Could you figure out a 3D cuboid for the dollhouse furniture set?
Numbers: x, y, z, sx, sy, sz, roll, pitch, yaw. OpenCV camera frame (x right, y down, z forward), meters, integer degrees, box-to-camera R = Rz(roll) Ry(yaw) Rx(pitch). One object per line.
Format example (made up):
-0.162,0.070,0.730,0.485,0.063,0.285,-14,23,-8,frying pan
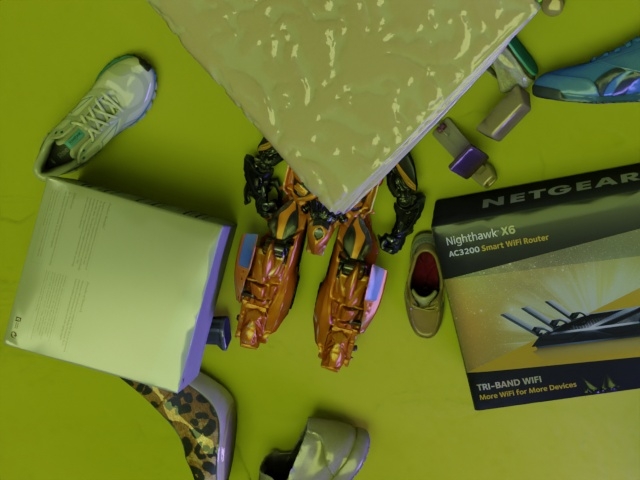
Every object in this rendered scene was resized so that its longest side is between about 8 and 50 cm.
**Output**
0.180,-0.131,1.422,0.114,0.091,0.081,-47,56,16,dollhouse furniture set

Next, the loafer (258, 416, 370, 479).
-0.047,0.318,1.633,0.092,0.102,0.268,37,106,-7,loafer

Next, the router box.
0.300,0.051,1.454,0.308,0.081,0.243,-11,112,14,router box

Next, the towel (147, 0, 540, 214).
0.014,-0.246,1.332,0.317,0.053,0.332,-44,81,24,towel

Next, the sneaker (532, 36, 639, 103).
0.327,-0.183,1.355,0.209,0.069,0.082,-1,99,11,sneaker

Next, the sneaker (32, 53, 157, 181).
-0.257,-0.130,1.465,0.071,0.083,0.190,42,113,-9,sneaker

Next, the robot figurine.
0.000,0.000,1.479,0.211,0.085,0.291,14,116,2,robot figurine

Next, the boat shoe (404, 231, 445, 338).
0.120,0.059,1.508,0.050,0.045,0.135,0,115,10,boat shoe

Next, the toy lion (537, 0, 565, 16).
0.248,-0.296,1.332,0.100,0.034,0.096,-37,97,23,toy lion

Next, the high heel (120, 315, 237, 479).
-0.201,0.210,1.606,0.186,0.093,0.261,1,104,8,high heel

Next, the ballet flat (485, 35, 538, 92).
0.168,-0.226,1.364,0.052,0.057,0.168,-25,108,30,ballet flat

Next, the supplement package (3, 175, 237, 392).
-0.221,0.046,1.471,0.203,0.149,0.194,16,92,3,supplement package
